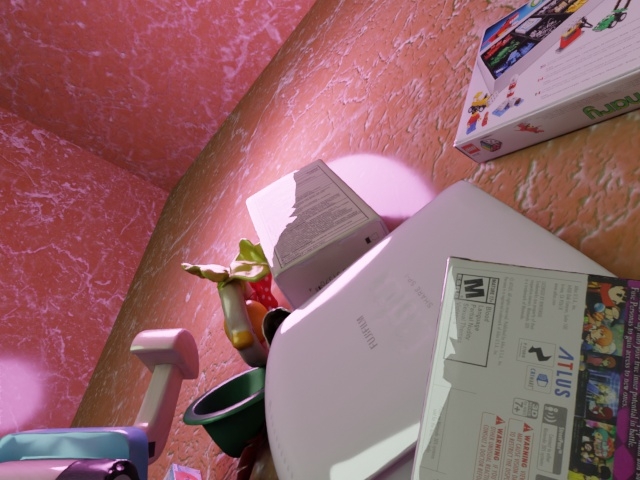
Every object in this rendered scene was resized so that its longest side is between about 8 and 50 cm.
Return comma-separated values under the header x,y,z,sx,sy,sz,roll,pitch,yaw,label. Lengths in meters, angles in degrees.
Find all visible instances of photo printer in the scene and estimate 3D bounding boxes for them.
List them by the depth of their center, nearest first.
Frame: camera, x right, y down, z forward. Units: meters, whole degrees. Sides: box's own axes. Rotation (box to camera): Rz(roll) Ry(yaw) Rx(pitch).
x,y,z,sx,sy,sz,roll,pitch,yaw,label
0.081,0.102,0.451,0.307,0.107,0.256,-39,27,7,photo printer

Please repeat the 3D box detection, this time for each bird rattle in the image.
x,y,z,sx,sy,sz,roll,pitch,yaw,label
-0.138,0.121,0.871,0.253,0.143,0.207,87,168,-59,bird rattle

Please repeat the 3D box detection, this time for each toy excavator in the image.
x,y,z,sx,sy,sz,roll,pitch,yaw,label
-0.295,0.327,0.694,0.445,0.222,0.433,67,-160,-73,toy excavator

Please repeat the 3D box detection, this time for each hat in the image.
x,y,z,sx,sy,sz,roll,pitch,yaw,label
-0.106,0.320,0.793,0.208,0.183,0.173,-25,5,-29,hat

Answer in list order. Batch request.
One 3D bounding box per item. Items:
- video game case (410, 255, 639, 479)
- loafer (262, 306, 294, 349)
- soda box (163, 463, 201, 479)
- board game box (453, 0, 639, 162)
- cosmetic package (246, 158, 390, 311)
x,y,z,sx,sy,sz,roll,pitch,yaw,label
0.155,0.134,0.268,0.210,0.042,0.232,6,74,25,video game case
-0.020,0.163,0.701,0.102,0.092,0.268,-63,24,-4,loafer
-0.229,0.458,0.845,0.063,0.058,0.183,-61,24,1,soda box
0.287,-0.214,0.540,0.305,0.053,0.193,-15,52,59,board game box
0.000,0.000,0.737,0.153,0.129,0.296,-30,27,0,cosmetic package
